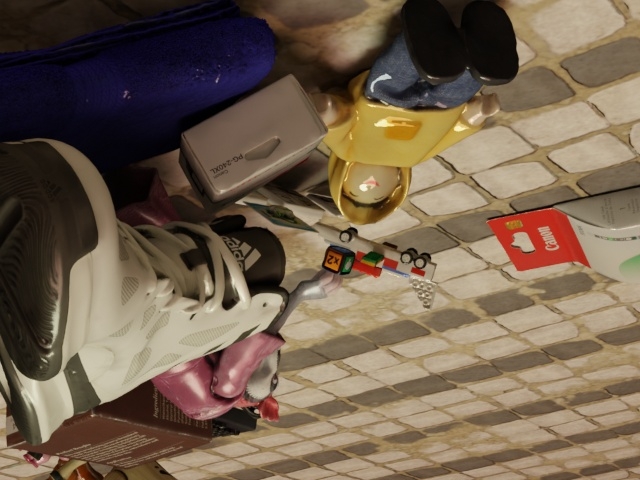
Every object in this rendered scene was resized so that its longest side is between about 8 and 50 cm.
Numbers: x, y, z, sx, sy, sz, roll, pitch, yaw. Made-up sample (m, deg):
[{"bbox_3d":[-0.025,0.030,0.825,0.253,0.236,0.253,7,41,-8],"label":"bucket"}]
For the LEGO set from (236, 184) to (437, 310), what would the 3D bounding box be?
[{"bbox_3d":[0.000,0.000,1.300,0.182,0.060,0.244,10,-167,-31],"label":"LEGO set"}]

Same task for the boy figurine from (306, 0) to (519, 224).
[{"bbox_3d":[0.064,-0.108,1.197,0.177,0.092,0.285,1,154,-21],"label":"boy figurine"}]

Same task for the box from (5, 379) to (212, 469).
[{"bbox_3d":[-0.265,0.179,1.684,0.168,0.167,0.203,-22,151,35],"label":"box"}]

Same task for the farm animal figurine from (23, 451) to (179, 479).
[{"bbox_3d":[-0.289,0.339,1.962,0.172,0.327,0.330,-45,169,-18],"label":"farm animal figurine"}]

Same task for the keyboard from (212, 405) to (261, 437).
[{"bbox_3d":[-0.205,0.255,2.037,0.201,0.033,0.317,-20,153,31],"label":"keyboard"}]

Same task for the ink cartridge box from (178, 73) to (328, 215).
[{"bbox_3d":[-0.062,-0.081,1.165,0.109,0.063,0.150,-30,178,-9],"label":"ink cartridge box"}]

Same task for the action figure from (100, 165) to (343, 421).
[{"bbox_3d":[-0.158,0.092,1.366,0.248,0.276,0.370,-7,134,44],"label":"action figure"}]

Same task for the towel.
[{"bbox_3d":[-0.207,-0.104,1.063,0.308,0.076,0.227,-19,173,-37],"label":"towel"}]

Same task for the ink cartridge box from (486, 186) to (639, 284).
[{"bbox_3d":[0.324,0.006,1.549,0.224,0.056,0.181,-14,154,16],"label":"ink cartridge box"}]

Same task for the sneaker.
[{"bbox_3d":[-0.146,0.007,1.068,0.257,0.169,0.447,-25,166,-20],"label":"sneaker"}]
